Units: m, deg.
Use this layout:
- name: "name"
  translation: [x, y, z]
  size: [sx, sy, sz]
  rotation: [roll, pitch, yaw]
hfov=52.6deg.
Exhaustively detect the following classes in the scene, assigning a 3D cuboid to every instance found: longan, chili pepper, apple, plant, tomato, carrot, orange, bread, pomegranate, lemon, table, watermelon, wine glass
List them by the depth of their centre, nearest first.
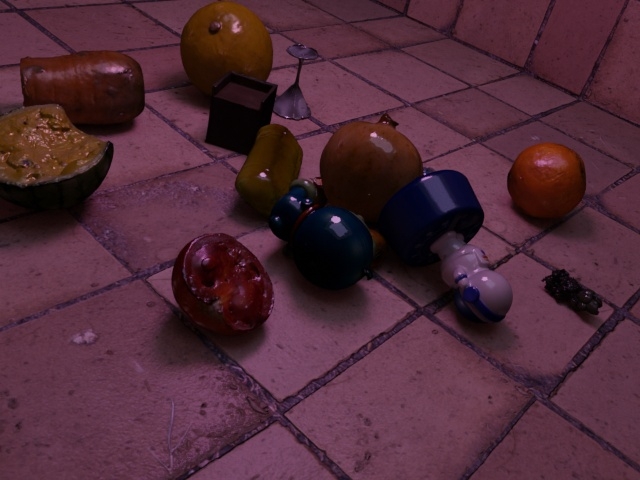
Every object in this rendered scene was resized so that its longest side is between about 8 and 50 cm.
- name: "tomato"
  translation: [-0.224, 0.104, 1.396]
  size: [0.233, 0.139, 0.200]
  rotation: [47, 42, -13]
- name: "watermelon"
  translation: [-0.668, -0.177, 1.586]
  size: [0.330, 0.189, 0.331]
  rotation: [-2, 44, 2]
- name: "apple"
  translation: [0.118, 0.016, 1.675]
  size: [0.114, 0.099, 0.102]
  rotation: [-21, 46, -36]
- name: "plant"
  translation: [0.676, 0.141, 1.727]
  size: [0.085, 0.087, 0.174]
  rotation: [-38, 50, -14]
- name: "pomegranate"
  translation: [0.136, -0.184, 1.784]
  size: [0.307, 0.307, 0.307]
  rotation: [10, 35, -7]
- name: "longan"
  translation: [-0.021, -0.118, 1.845]
  size: [0.083, 0.075, 0.075]
  rotation: [-26, 35, 14]
- name: "bread"
  translation: [-0.129, -0.213, 1.847]
  size: [0.166, 0.112, 0.384]
  rotation: [41, 31, -19]
- name: "carrot"
  translation: [-0.702, -0.451, 1.927]
  size: [0.340, 0.224, 0.224]
  rotation: [-8, 40, -19]
- name: "chili pepper"
  translation: [0.051, -0.160, 1.954]
  size: [0.178, 0.027, 0.045]
  rotation: [11, 39, -4]
- name: "table"
  translation: [-0.245, -0.404, 2.040]
  size: [0.169, 0.193, 0.172]
  rotation: [17, 35, 4]
- name: "orange"
  translation: [0.721, -0.190, 2.064]
  size: [0.246, 0.246, 0.246]
  rotation: [10, 35, -7]
- name: "lemon"
  translation: [-0.323, -0.652, 2.227]
  size: [0.347, 0.348, 0.348]
  rotation: [10, 35, -7]
- name: "wine glass"
  translation: [-0.084, -0.561, 2.284]
  size: [0.156, 0.232, 0.156]
  rotation: [10, 36, -7]

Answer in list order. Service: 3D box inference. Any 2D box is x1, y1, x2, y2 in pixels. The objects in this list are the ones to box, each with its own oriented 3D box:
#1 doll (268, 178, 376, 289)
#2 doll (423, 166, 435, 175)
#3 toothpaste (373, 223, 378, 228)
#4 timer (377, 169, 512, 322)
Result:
- name: "doll"
  translation: [0.000, -0.001, 1.566]
  size: [0.322, 0.199, 0.186]
  rotation: [32, 39, 25]
- name: "doll"
  translation: [0.224, -0.214, 1.997]
  size: [0.314, 0.141, 0.177]
  rotation: [15, 39, -6]
- name: "toothpaste"
  translation: [0.161, -0.066, 1.871]
  size: [0.017, 0.020, 0.083]
  rotation: [11, 35, -9]
- name: "timer"
  translation: [0.341, 0.042, 1.629]
  size: [0.270, 0.270, 0.384]
  rotation: [-9, 56, -30]
